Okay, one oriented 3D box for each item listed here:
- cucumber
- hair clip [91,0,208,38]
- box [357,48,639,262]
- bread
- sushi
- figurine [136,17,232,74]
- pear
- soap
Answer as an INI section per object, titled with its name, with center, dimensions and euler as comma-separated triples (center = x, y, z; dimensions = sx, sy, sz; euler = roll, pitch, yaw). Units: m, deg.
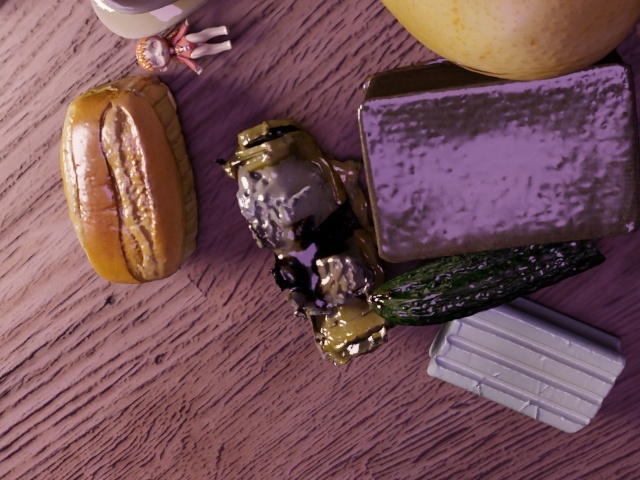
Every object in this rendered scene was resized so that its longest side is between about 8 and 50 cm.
[cucumber]
center = 0.182, 0.038, 1.083
dimensions = 0.265, 0.077, 0.077
euler = -22, 107, -5
[hair clip]
center = -0.144, -0.330, 1.028
dimensions = 0.172, 0.113, 0.282
euler = 39, 99, -6
[box]
center = 0.183, -0.098, 1.035
dimensions = 0.273, 0.143, 0.184
euler = -7, 110, 12
[bread]
center = -0.221, -0.066, 1.142
dimensions = 0.140, 0.106, 0.236
euler = -3, 110, 14
[sushi]
center = 0.002, -0.003, 1.116
dimensions = 0.139, 0.131, 0.291
euler = -23, 98, 20
[figurine]
center = -0.151, -0.214, 1.103
dimensions = 0.109, 0.047, 0.064
euler = -10, 106, 10
[pear]
center = 0.169, -0.299, 0.875
dimensions = 0.309, 0.309, 0.309
euler = 4, 112, 9
[soap]
center = 0.237, 0.134, 1.157
dimensions = 0.198, 0.066, 0.119
euler = 23, 115, 1
